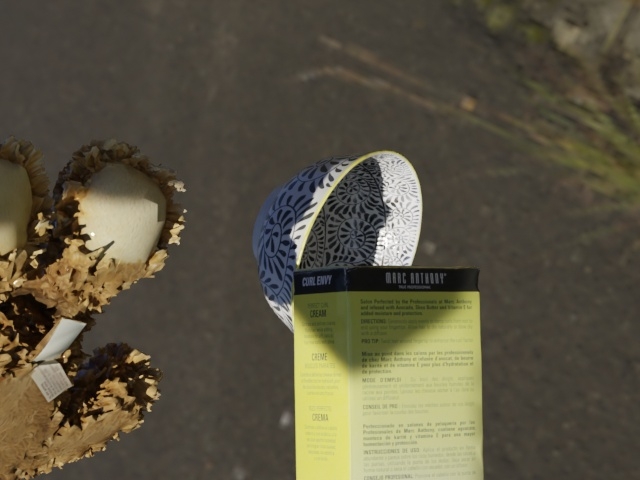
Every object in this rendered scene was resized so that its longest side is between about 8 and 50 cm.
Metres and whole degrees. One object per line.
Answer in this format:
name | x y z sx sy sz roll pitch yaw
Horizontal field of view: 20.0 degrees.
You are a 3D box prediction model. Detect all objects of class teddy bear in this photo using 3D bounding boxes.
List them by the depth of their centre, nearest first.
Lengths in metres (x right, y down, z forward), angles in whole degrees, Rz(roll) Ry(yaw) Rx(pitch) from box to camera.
teddy bear | -0.208 0.067 1.094 0.113 0.245 0.338 49 143 35

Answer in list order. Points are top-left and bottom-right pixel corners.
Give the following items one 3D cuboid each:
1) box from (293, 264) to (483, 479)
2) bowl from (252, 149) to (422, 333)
box | 0.036 0.128 0.935 0.058 0.087 0.232 -8 84 59
bowl | 0.000 0.000 1.414 0.080 0.170 0.170 21 89 32
